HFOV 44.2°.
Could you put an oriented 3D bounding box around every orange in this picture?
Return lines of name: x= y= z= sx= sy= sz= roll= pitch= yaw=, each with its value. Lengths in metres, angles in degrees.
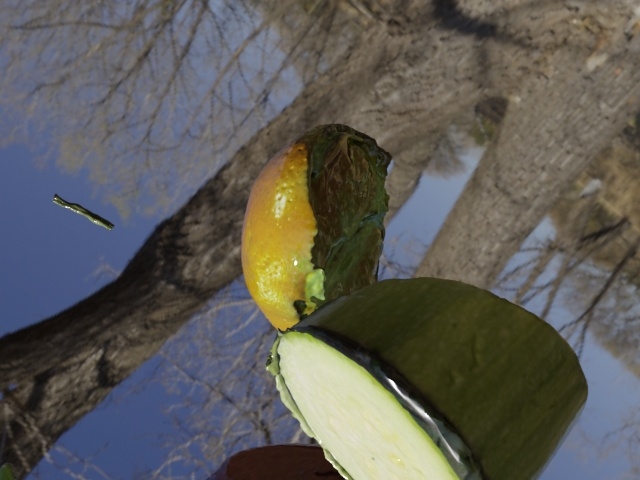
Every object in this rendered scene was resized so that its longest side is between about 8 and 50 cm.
orange: x=-0.010 y=0.000 z=1.118 sx=0.196 sy=0.334 sz=0.262 roll=6 pitch=-129 yaw=8

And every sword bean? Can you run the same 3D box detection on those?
sword bean: x=-0.262 y=-0.031 z=0.873 sx=0.083 sy=0.012 sz=0.012 roll=25 pitch=-168 yaw=13

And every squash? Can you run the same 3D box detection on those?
squash: x=0.067 y=0.115 z=0.586 sx=0.220 sy=0.220 sz=0.133 roll=41 pitch=-121 yaw=2

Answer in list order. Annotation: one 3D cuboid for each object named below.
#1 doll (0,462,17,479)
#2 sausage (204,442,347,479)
doll: x=-0.485 y=0.445 z=1.061 sx=0.213 sy=0.236 sz=0.213 roll=53 pitch=179 yaw=2
sausage: x=0.004 y=0.278 z=0.771 sx=0.152 sy=0.280 sz=0.152 roll=-4 pitch=-90 yaw=-70
